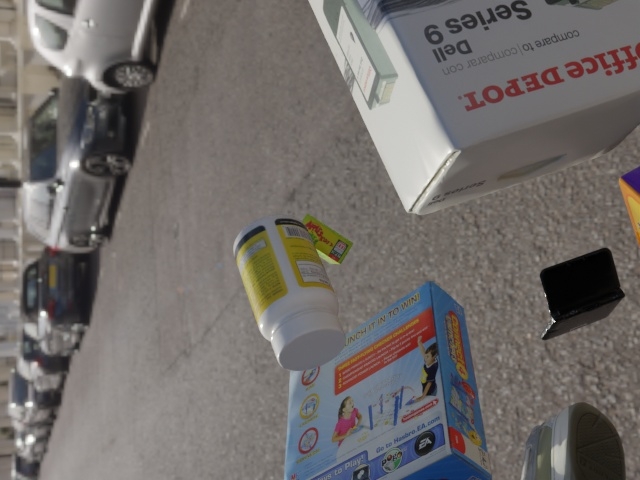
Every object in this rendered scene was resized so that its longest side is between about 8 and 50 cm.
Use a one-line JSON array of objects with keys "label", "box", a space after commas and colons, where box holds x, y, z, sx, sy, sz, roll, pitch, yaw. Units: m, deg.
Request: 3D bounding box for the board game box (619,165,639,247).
[{"label": "board game box", "box": [0.566, 0.064, 0.740, 0.356, 0.356, 0.356, 57, -174, -35]}]

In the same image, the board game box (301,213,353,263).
[{"label": "board game box", "box": [0.000, 0.000, 1.387, 0.043, 0.092, 0.181, -57, 2, -3]}]

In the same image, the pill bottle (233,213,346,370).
[{"label": "pill bottle", "box": [-0.044, 0.074, 1.138, 0.119, 0.119, 0.208, 111, 147, -44]}]

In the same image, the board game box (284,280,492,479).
[{"label": "board game box", "box": [0.082, 0.257, 1.153, 0.308, 0.086, 0.302, -36, 31, 28]}]

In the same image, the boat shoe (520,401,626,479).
[{"label": "boat shoe", "box": [0.254, 0.325, 0.851, 0.103, 0.118, 0.320, -41, 21, 46]}]

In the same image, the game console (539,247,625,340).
[{"label": "game console", "box": [0.374, 0.080, 1.167, 0.107, 0.122, 0.071, 97, 153, -58]}]

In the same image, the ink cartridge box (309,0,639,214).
[{"label": "ink cartridge box", "box": [0.117, -0.193, 0.624, 0.121, 0.211, 0.289, 116, 132, -68]}]
